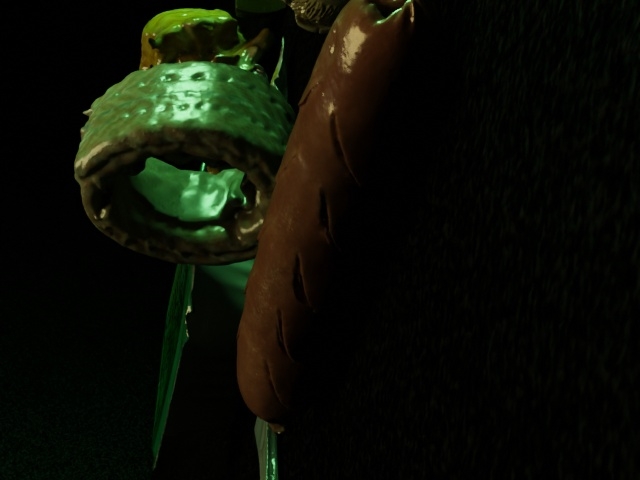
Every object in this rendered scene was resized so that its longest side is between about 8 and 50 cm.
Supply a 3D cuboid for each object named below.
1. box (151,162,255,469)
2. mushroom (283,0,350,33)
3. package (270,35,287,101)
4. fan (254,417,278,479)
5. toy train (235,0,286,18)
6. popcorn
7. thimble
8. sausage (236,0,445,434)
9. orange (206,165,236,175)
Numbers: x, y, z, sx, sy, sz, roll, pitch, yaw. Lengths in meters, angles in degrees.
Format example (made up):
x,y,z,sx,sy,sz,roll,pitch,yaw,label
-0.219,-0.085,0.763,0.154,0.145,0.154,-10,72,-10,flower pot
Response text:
x,y,z,sx,sy,sz,roll,pitch,yaw,label
-0.136,0.110,1.408,0.337,0.106,0.264,111,164,-48,box
0.027,-0.243,0.871,0.223,0.081,0.092,109,147,-56,mushroom
-0.064,-0.146,1.444,0.171,0.027,0.173,109,169,-48,package
-0.046,0.235,1.030,0.282,0.023,0.057,-100,30,-62,fan
-0.097,-0.400,1.684,0.225,0.090,0.137,-127,35,-83,toy train
-0.173,-0.257,1.713,0.253,0.191,0.190,-138,42,-68,popcorn
-0.135,-0.082,1.205,0.148,0.229,0.196,-89,-6,-48,thimble
-0.001,-0.001,0.797,0.088,0.087,0.433,-92,14,-46,sausage
-0.146,-0.077,1.683,0.085,0.085,0.095,-91,5,-45,orange
